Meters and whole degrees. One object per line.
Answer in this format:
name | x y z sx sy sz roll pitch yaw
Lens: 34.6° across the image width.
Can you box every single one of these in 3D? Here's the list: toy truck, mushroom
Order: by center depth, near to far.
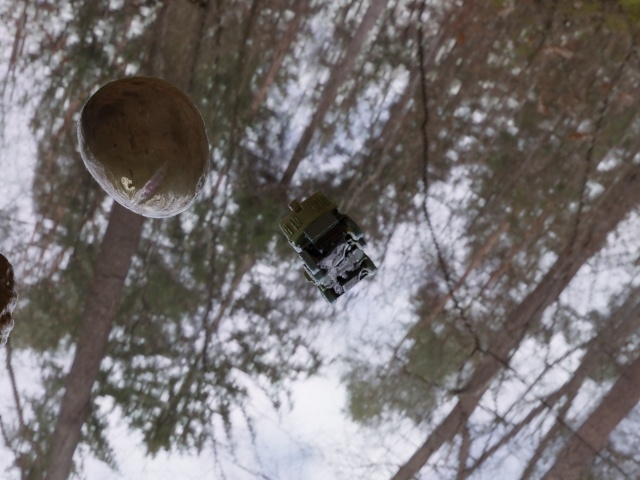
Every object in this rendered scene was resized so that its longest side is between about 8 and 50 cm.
toy truck | 0.000 0.000 1.340 0.085 0.191 0.116 -37 -114 -4
mushroom | -0.288 -0.150 1.709 0.255 0.184 0.254 45 -149 -37

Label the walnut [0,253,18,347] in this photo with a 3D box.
walnut | -0.396 0.060 1.030 0.184 0.155 0.155 19 -150 -54
